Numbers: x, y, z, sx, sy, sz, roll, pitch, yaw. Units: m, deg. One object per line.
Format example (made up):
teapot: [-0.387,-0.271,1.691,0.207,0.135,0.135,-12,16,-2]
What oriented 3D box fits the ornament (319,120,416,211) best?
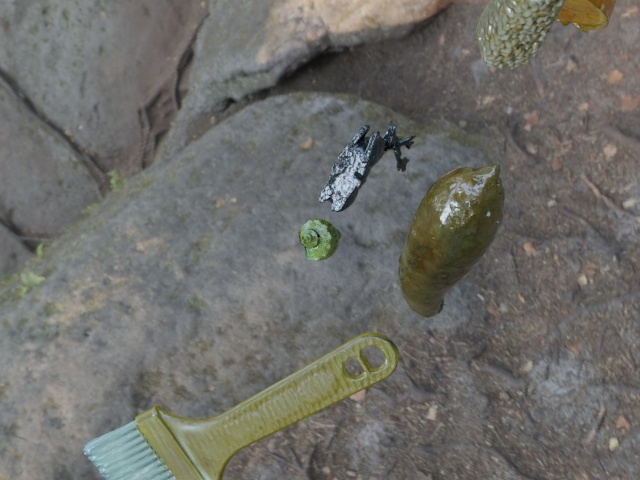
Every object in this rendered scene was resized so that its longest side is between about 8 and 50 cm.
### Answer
ornament: [0.110,-0.155,1.499,0.080,0.236,0.202,37,117,16]

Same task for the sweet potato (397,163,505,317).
sweet potato: [0.196,0.022,1.165,0.130,0.423,0.131,4,54,-5]

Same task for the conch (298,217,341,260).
conch: [0.000,0.000,1.455,0.074,0.121,0.089,33,107,28]

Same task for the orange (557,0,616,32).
orange: [0.298,-0.429,1.070,0.310,0.274,0.274,-12,52,-17]

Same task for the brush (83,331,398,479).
brush: [-0.047,0.119,0.474,0.218,0.083,0.010,-30,9,7]

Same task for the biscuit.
biscuit: [0.224,-0.259,0.795,0.070,0.168,0.082,-4,77,-4]
